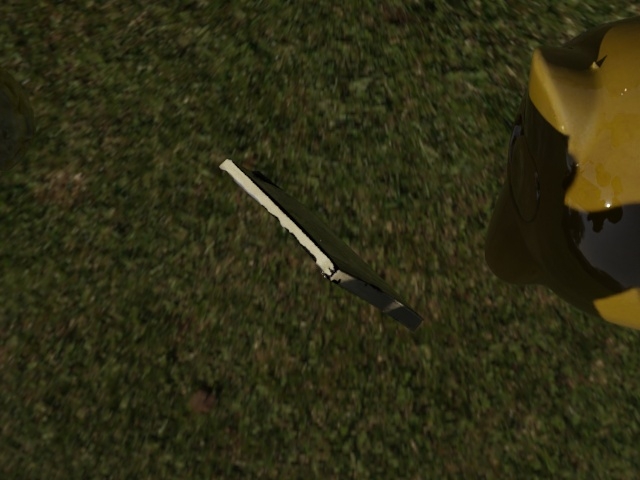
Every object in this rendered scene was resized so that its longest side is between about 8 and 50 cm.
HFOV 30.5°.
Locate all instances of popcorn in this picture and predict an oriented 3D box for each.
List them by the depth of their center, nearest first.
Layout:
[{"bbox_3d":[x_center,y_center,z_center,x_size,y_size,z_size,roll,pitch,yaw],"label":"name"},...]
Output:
[{"bbox_3d":[-0.288,-0.097,0.927,0.121,0.116,0.106,4,112,35],"label":"popcorn"}]

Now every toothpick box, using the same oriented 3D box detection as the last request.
[{"bbox_3d":[0.440,-0.088,1.465,0.426,0.409,0.408,1,107,-6],"label":"toothpick box"}]

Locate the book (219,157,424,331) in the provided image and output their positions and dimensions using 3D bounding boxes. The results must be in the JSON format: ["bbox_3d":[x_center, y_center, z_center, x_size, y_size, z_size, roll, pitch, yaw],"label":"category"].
[{"bbox_3d":[0.001,-0.001,1.244,0.026,0.231,0.157,-51,138,7],"label":"book"}]
